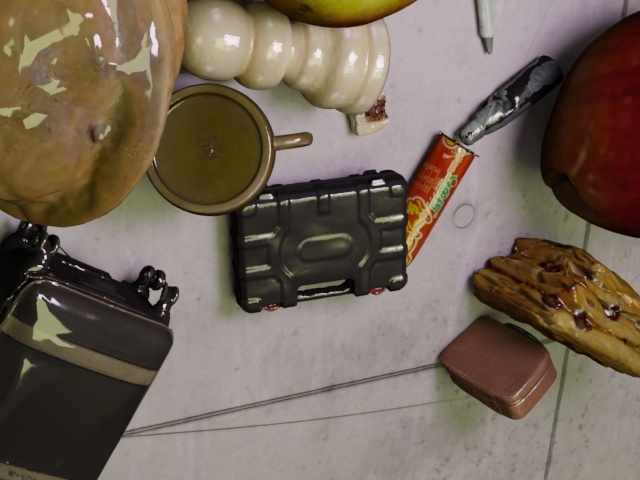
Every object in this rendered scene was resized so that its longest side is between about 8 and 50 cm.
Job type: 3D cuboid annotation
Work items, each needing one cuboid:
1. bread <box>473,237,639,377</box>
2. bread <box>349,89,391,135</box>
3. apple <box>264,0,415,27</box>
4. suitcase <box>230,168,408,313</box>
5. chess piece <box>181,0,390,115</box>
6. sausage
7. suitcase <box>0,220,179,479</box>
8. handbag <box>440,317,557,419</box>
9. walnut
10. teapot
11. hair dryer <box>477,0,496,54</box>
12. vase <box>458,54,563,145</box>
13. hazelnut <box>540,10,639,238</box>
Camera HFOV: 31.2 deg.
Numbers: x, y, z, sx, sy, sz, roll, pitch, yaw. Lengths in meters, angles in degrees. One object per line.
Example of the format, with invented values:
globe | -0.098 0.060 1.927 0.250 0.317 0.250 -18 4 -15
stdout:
bread | 0.462 0.111 2.063 0.324 0.277 0.167 26 92 -33
bread | 0.074 -0.211 1.822 0.070 0.035 0.083 -23 124 -19
apple | 0.036 -0.446 1.506 0.339 0.339 0.340 -13 117 -26
suitcase | 0.000 0.000 1.818 0.285 0.066 0.206 -8 115 -14
chess piece | -0.065 -0.279 1.640 0.299 0.167 0.167 6 108 -27
sausage | 0.169 -0.051 1.929 0.083 0.083 0.264 26 96 -37
suitcase | -0.398 0.212 1.628 0.283 0.194 0.434 27 97 -37
handbag | 0.328 0.226 2.076 0.151 0.193 0.072 -41 128 -15
walnut | -0.325 -0.221 1.399 0.383 0.383 0.384 -13 117 -26
teapot | -0.143 -0.130 1.640 0.267 0.175 0.186 -6 95 -1
hair dryer | 0.283 -0.392 1.870 0.154 0.044 0.183 -34 130 -13
vase | 0.318 -0.232 1.945 0.211 0.060 0.060 -39 126 -12
hazelnut | 0.567 -0.208 1.894 0.429 0.402 0.402 -43 128 -28
